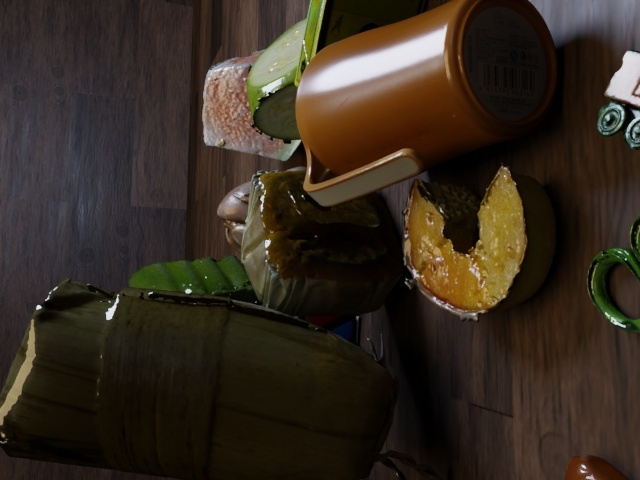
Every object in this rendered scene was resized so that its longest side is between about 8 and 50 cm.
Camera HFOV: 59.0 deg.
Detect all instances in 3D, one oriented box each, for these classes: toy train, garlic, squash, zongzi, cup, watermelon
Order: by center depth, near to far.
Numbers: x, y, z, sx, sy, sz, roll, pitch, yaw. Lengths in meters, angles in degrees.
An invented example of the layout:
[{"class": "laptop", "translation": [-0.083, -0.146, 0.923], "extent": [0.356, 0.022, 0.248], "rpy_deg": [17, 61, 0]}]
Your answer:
[{"class": "toy train", "translation": [0.242, -0.089, 0.391], "extent": [0.064, 0.044, 0.103], "rpy_deg": [-67, 27, 20]}, {"class": "cup", "translation": [0.088, -0.134, 0.587], "extent": [0.226, 0.182, 0.264], "rpy_deg": [-56, 22, -17]}, {"class": "zongzi", "translation": [-0.097, 0.189, 0.785], "extent": [0.467, 0.500, 0.218], "rpy_deg": [125, 155, -85]}, {"class": "squash", "translation": [-0.039, -0.310, 0.924], "extent": [0.189, 0.189, 0.260], "rpy_deg": [135, 130, -60]}, {"class": "garlic", "translation": [-0.089, -0.044, 1.083], "extent": [0.214, 0.191, 0.160], "rpy_deg": [-2, 111, 57]}, {"class": "watermelon", "translation": [-0.122, -0.280, 1.124], "extent": [0.262, 0.201, 0.212], "rpy_deg": [33, 119, 56]}]

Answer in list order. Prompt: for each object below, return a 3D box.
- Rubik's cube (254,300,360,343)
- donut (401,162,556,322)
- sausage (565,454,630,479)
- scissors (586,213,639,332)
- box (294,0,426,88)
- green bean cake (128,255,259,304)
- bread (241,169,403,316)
[{"class": "Rubik's cube", "translation": [0.008, 0.103, 0.943], "extent": [0.234, 0.284, 0.250], "rpy_deg": [-57, -2, 20]}, {"class": "donut", "translation": [0.154, 0.005, 0.560], "extent": [0.181, 0.078, 0.146], "rpy_deg": [-1, 87, 62]}, {"class": "sausage", "translation": [0.224, 0.202, 0.397], "extent": [0.131, 0.041, 0.039], "rpy_deg": [-132, 43, -61]}, {"class": "scissors", "translation": [0.249, 0.074, 0.368], "extent": [0.101, 0.027, 0.204], "rpy_deg": [112, 154, -46]}, {"class": "box", "translation": [0.058, -0.293, 0.744], "extent": [0.064, 0.141, 0.220], "rpy_deg": [-121, 40, -54]}, {"class": "green bean cake", "translation": [-0.245, 0.194, 1.225], "extent": [0.218, 0.335, 0.319], "rpy_deg": [41, 123, 52]}, {"class": "bread", "translation": [0.002, -0.001, 0.764], "extent": [0.109, 0.210, 0.192], "rpy_deg": [-57, 37, 44]}]
